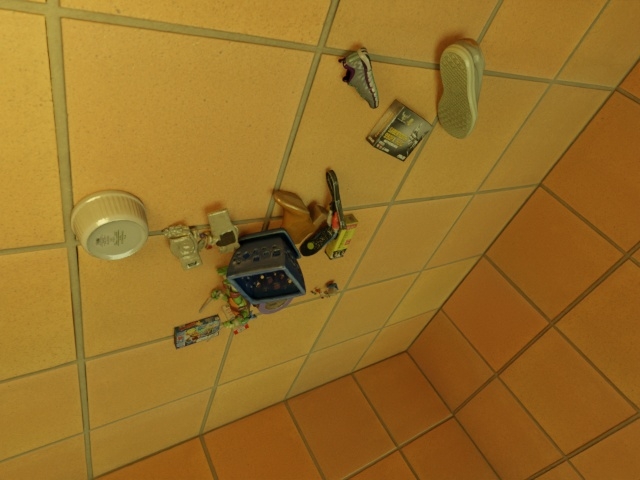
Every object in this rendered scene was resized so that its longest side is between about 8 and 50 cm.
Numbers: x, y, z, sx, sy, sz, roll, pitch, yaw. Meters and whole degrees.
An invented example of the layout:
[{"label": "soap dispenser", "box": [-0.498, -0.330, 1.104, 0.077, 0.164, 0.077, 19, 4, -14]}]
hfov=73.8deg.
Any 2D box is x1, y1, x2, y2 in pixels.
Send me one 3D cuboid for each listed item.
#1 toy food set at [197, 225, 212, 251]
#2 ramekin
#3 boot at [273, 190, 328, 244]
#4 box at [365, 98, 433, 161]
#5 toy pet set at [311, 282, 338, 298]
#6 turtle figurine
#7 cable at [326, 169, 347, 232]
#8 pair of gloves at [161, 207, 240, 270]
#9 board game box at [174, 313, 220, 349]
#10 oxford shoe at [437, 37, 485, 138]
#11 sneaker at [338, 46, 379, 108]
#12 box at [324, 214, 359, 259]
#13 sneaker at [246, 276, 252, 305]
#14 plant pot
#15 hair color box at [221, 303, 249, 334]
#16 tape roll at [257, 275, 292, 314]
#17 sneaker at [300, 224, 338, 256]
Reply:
[{"label": "toy food set", "box": [-0.407, -0.002, 1.557, 0.078, 0.019, 0.122, -10, 140, -34]}, {"label": "ramekin", "box": [-0.608, -0.035, 1.249, 0.207, 0.109, 0.207, -24, 146, -17]}, {"label": "boot", "box": [-0.122, -0.070, 1.660, 0.211, 0.104, 0.295, -45, 144, 23]}, {"label": "box", "box": [0.308, -0.417, 1.647, 0.231, 0.056, 0.183, 10, 126, -49]}, {"label": "toy pet set", "box": [0.029, 0.261, 2.281, 0.114, 0.065, 0.122, -9, 154, 26]}, {"label": "turtle figurine", "box": [-0.395, 0.256, 1.725, 0.275, 0.197, 0.266, 1, 119, 1]}, {"label": "cable", "box": [0.051, -0.141, 1.696, 0.072, 0.139, 0.287, -21, 142, -6]}, {"label": "pair of gloves", "box": [-0.408, -0.007, 1.499, 0.240, 0.042, 0.204, -24, 138, -8]}, {"label": "board game box", "box": [-0.561, 0.416, 1.939, 0.201, 0.035, 0.136, -14, 141, -30]}, {"label": "oxford shoe", "box": [0.534, -0.556, 1.597, 0.130, 0.169, 0.449, -50, 150, -15]}, {"label": "sneaker", "box": [0.123, -0.508, 1.365, 0.098, 0.083, 0.223, -17, 144, 9]}, {"label": "box", "box": [0.096, -0.013, 1.969, 0.088, 0.058, 0.232, -11, 140, -32]}, {"label": "sneaker", "box": [-0.334, 0.212, 1.845, 0.091, 0.081, 0.232, 4, 126, -23]}, {"label": "plant pot", "box": [-0.199, 0.090, 1.635, 0.236, 0.211, 0.236, -11, 144, 13]}, {"label": "hair color box", "box": [-0.383, 0.344, 1.911, 0.072, 0.141, 0.043, -27, 147, -13]}, {"label": "tape roll", "box": [-0.222, 0.258, 2.007, 0.189, 0.080, 0.188, -24, 147, -17]}, {"label": "sneaker", "box": [0.000, 0.000, 1.892, 0.209, 0.069, 0.082, -40, 176, 22]}]
